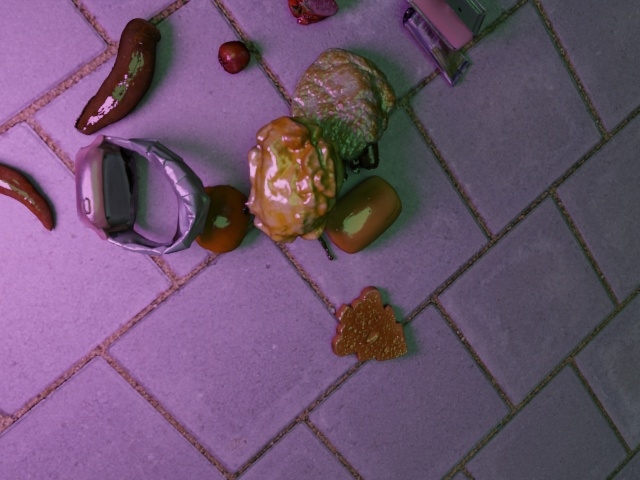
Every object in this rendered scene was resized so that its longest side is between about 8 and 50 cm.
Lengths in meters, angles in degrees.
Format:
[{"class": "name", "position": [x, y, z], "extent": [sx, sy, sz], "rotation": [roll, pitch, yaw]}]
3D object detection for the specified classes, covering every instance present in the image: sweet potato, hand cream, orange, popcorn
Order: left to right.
[{"class": "sweet potato", "position": [-0.677, -0.121, 0.907], "extent": [0.255, 0.058, 0.078], "rotation": [37, 103, -18]}, {"class": "sweet potato", "position": [-0.437, -0.346, 0.936], "extent": [0.112, 0.085, 0.286], "rotation": [37, 99, 18]}, {"class": "orange", "position": [-0.235, -0.050, 1.009], "extent": [0.160, 0.112, 0.170], "rotation": [-37, 116, -8]}, {"class": "popcorn", "position": [-0.066, -0.136, 0.972], "extent": [0.215, 0.252, 0.286], "rotation": [0, 103, -27]}, {"class": "hand cream", "position": [0.301, -0.518, 1.123], "extent": [0.235, 0.055, 0.086], "rotation": [38, 84, -22]}]

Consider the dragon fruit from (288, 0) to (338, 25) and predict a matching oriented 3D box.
[{"class": "dragon fruit", "position": [-0.041, -0.567, 1.000], "extent": [0.096, 0.102, 0.147], "rotation": [-45, 110, -3]}]

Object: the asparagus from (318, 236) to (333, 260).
[{"class": "asparagus", "position": [0.000, 0.000, 1.120], "extent": [0.018, 0.015, 0.127], "rotation": [-33, 103, 1]}]

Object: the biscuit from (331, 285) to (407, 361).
[{"class": "biscuit", "position": [0.144, 0.251, 1.177], "extent": [0.238, 0.041, 0.212], "rotation": [34, 82, -16]}]

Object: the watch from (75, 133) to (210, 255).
[{"class": "watch", "position": [-0.364, -0.092, 0.904], "extent": [0.241, 0.162, 0.253], "rotation": [2, 98, 6]}]

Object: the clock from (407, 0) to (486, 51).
[{"class": "clock", "position": [0.320, -0.594, 1.072], "extent": [0.192, 0.071, 0.147], "rotation": [39, 55, -16]}]

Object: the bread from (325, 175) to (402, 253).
[{"class": "bread", "position": [0.115, -0.066, 1.102], "extent": [0.217, 0.098, 0.147], "rotation": [-42, 109, -5]}]

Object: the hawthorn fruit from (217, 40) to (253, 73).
[{"class": "hawthorn fruit", "position": [-0.200, -0.428, 0.987], "extent": [0.077, 0.077, 0.077], "rotation": [-2, 97, -15]}]

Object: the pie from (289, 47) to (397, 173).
[{"class": "pie", "position": [0.054, -0.323, 1.051], "extent": [0.257, 0.105, 0.274], "rotation": [17, 92, -7]}]
